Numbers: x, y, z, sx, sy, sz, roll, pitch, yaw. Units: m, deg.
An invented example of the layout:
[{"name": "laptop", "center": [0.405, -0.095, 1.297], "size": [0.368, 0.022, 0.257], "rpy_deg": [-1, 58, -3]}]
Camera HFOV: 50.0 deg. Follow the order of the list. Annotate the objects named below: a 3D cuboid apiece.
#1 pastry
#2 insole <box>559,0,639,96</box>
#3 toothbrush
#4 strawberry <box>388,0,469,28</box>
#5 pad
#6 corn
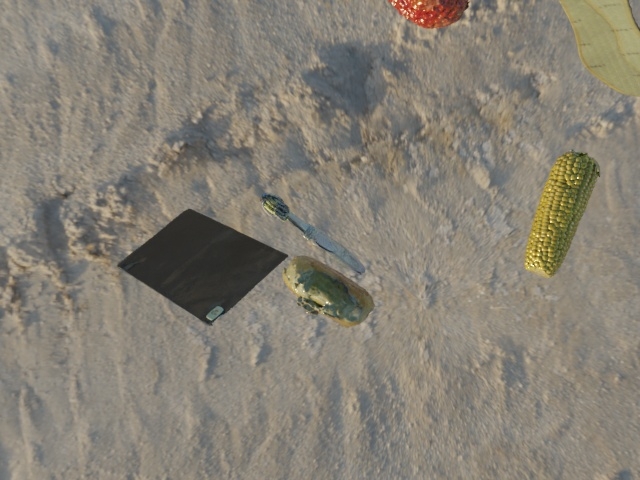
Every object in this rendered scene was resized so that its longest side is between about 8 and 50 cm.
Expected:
[{"name": "pastry", "center": [0.016, 0.134, 1.760], "size": [0.256, 0.236, 0.121], "rpy_deg": [31, 91, -4]}, {"name": "insole", "center": [0.412, -0.285, 0.967], "size": [0.119, 0.348, 0.009], "rpy_deg": [5, 74, 38]}, {"name": "toothbrush", "center": [0.000, 0.000, 1.270], "size": [0.035, 0.413, 0.042], "rpy_deg": [-47, 58, 5]}, {"name": "strawberry", "center": [0.268, -0.729, 1.761], "size": [0.267, 0.351, 0.312], "rpy_deg": [-22, 56, 19]}, {"name": "pad", "center": [-0.136, 0.022, 0.763], "size": [0.193, 0.004, 0.116], "rpy_deg": [23, 55, 42]}, {"name": "corn", "center": [0.474, -0.054, 1.361], "size": [0.091, 0.091, 0.260], "rpy_deg": [22, 82, 7]}]
